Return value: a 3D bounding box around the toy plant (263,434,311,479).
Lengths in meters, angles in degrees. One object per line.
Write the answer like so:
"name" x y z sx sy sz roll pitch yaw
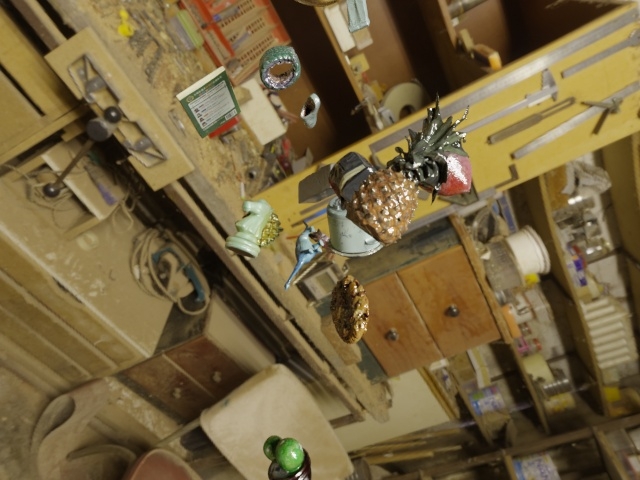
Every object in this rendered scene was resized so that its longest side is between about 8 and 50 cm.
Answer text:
"toy plant" -0.126 0.854 1.624 0.175 0.218 0.235 -33 103 -37

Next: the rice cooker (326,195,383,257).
"rice cooker" 0.161 -0.062 1.919 0.317 0.264 0.316 37 -39 37

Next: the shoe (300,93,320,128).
"shoe" -0.058 -0.552 1.822 0.079 0.078 0.195 60 -24 11

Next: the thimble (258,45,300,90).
"thimble" -0.132 -0.555 1.364 0.118 0.135 0.090 65 10 -46

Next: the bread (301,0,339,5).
"bread" -0.038 -1.168 1.824 0.376 0.348 0.252 44 -37 35

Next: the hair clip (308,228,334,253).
"hair clip" 0.004 -0.006 2.289 0.173 0.069 0.300 37 -2 19

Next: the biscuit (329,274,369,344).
"biscuit" 0.129 0.332 2.048 0.081 0.289 0.334 6 52 -27

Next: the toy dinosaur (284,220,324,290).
"toy dinosaur" -0.050 0.029 1.551 0.076 0.144 0.329 35 48 -30

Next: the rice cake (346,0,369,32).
"rice cake" 0.145 -0.934 1.690 0.040 0.085 0.226 31 52 -60

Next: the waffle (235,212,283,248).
"waffle" -0.312 -0.067 2.211 0.204 0.223 0.054 51 -19 1

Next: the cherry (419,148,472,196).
"cherry" 0.496 -0.285 1.720 0.239 0.239 0.206 63 -19 -10

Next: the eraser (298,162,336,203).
"eraser" 0.012 -0.248 1.852 0.077 0.352 0.111 4 80 -29

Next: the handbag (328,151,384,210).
"handbag" 0.151 -0.154 1.389 0.254 0.181 0.181 40 13 -34

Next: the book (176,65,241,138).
"book" -0.415 -0.518 1.608 0.027 0.202 0.264 51 -8 15

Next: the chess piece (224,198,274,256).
"chess piece" -0.339 -0.074 2.064 0.176 0.176 0.298 44 61 -55

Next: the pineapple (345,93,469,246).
"pineapple" 0.217 -0.158 0.966 0.165 0.364 0.165 41 0 0
